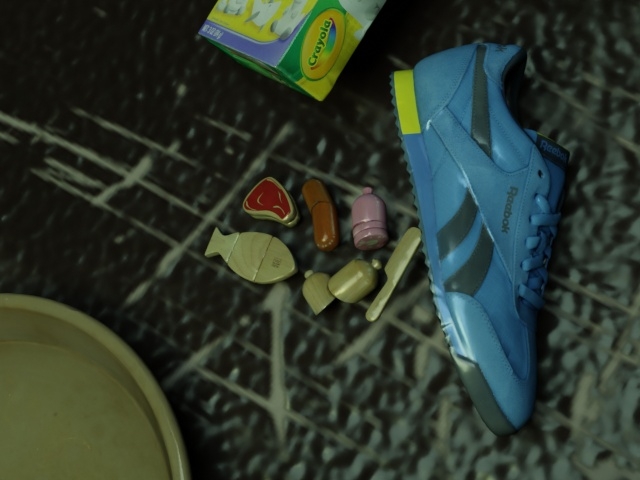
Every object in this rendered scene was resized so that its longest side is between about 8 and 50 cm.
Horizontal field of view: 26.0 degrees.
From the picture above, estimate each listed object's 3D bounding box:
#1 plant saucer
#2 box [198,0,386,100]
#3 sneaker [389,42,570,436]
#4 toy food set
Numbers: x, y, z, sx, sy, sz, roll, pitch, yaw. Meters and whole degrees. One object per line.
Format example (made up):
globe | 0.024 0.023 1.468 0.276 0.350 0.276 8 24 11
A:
plant saucer | -0.191 0.167 0.773 0.277 0.041 0.278 -6 70 18
box | 0.012 -0.172 0.775 0.179 0.043 0.105 -57 34 -1
sneaker | 0.093 -0.008 0.708 0.082 0.069 0.209 -14 69 12
toy food set | 0.000 0.000 0.769 0.122 0.019 0.078 26 83 33
